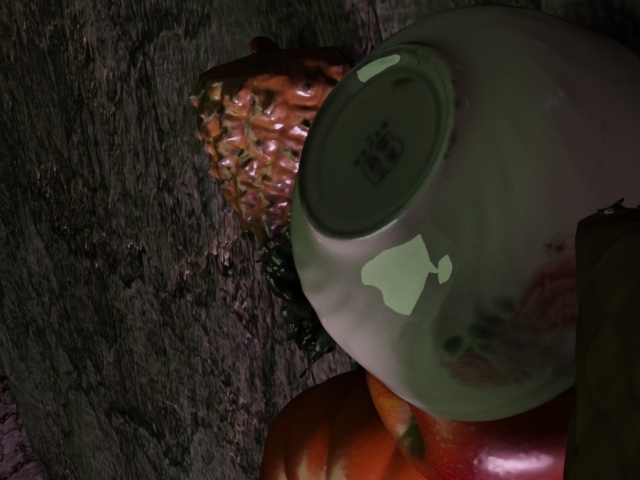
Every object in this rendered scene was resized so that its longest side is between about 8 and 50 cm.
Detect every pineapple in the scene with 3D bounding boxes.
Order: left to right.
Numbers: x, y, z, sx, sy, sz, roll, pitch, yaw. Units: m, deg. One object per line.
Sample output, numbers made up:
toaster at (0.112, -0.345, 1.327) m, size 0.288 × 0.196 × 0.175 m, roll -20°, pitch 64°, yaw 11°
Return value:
pineapple at (0.000, 0.000, 1.711) m, size 0.169 × 0.169 × 0.340 m, roll 14°, pitch 122°, yaw 69°

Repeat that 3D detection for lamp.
lamp at (0.056, 0.207, 1.606) m, size 0.223 × 0.196 × 0.223 m, roll 21°, pitch 141°, yaw 18°

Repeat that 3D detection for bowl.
bowl at (0.081, -0.036, 1.237) m, size 0.277 × 0.145 × 0.277 m, roll -28°, pitch 48°, yaw 36°

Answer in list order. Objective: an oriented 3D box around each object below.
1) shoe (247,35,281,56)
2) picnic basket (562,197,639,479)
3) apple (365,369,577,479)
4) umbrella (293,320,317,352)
shoe at (-0.037, -0.142, 1.819) m, size 0.109 × 0.072 × 0.069 m, roll -125°, pitch 29°, yaw -47°
picnic basket at (0.258, 0.133, 0.831) m, size 0.254 × 0.291 × 0.321 m, roll 178°, pitch 91°, yaw -70°
apple at (0.131, 0.100, 1.366) m, size 0.181 × 0.168 × 0.181 m, roll 53°, pitch 156°, yaw 36°
umbrella at (-0.006, -0.007, 1.840) m, size 0.080 × 0.071 × 0.224 m, roll -31°, pitch 66°, yaw 55°
